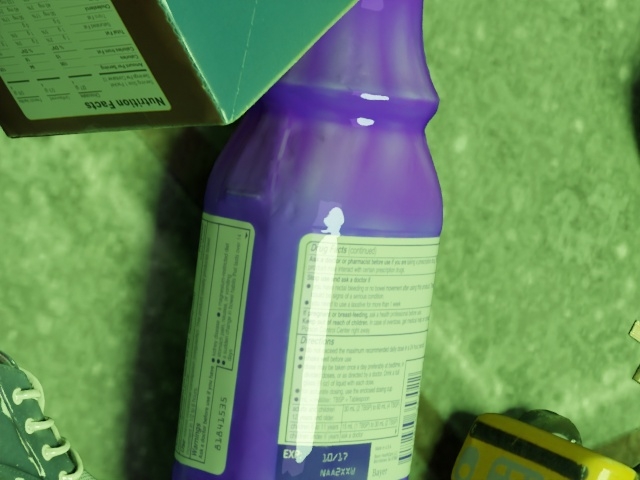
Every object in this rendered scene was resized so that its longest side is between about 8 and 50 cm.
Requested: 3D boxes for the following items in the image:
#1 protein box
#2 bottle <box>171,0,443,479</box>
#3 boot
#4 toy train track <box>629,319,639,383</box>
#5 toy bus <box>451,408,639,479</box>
[{"bbox_3d":[-0.068,-0.178,0.739,0.200,0.136,0.201,-48,123,-35],"label":"protein box"},{"bbox_3d":[0.000,0.000,0.874,0.118,0.092,0.283,1,98,-49],"label":"bottle"},{"bbox_3d":[-0.131,0.096,0.826,0.190,0.069,0.086,17,97,-34],"label":"boot"},{"bbox_3d":[0.205,0.046,1.071,0.048,0.014,0.083,34,80,-34],"label":"toy train track"},{"bbox_3d":[0.210,0.201,1.033,0.332,0.108,0.130,25,87,-35],"label":"toy bus"}]
